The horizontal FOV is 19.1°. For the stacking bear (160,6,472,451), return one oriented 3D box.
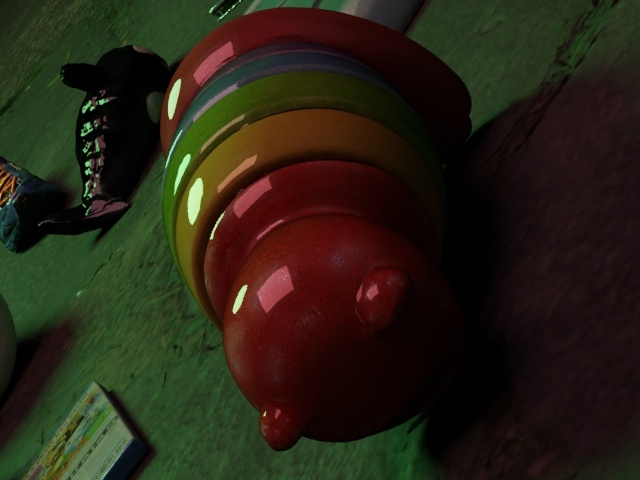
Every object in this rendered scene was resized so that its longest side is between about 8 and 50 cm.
[{"bbox_3d":[0.000,0.000,0.987,0.175,0.164,0.289,-46,23,16],"label":"stacking bear"}]

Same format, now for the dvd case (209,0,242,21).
[{"bbox_3d":[0.006,-0.288,1.659,0.221,0.018,0.164,-37,9,37],"label":"dvd case"}]

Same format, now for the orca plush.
[{"bbox_3d":[-0.218,-0.114,1.789,0.151,0.102,0.287,-36,24,40],"label":"orca plush"}]

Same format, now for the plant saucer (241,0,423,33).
[{"bbox_3d":[-0.017,-0.159,1.493,0.317,0.044,0.317,-45,20,21],"label":"plant saucer"}]

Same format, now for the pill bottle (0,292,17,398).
[{"bbox_3d":[-0.389,0.109,1.684,0.278,0.162,0.162,-20,36,58],"label":"pill bottle"}]

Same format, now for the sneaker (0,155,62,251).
[{"bbox_3d":[-0.331,-0.047,1.958,0.083,0.087,0.221,-55,18,-8],"label":"sneaker"}]

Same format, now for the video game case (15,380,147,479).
[{"bbox_3d":[-0.173,0.164,1.296,0.119,0.015,0.166,-53,18,-2],"label":"video game case"}]
